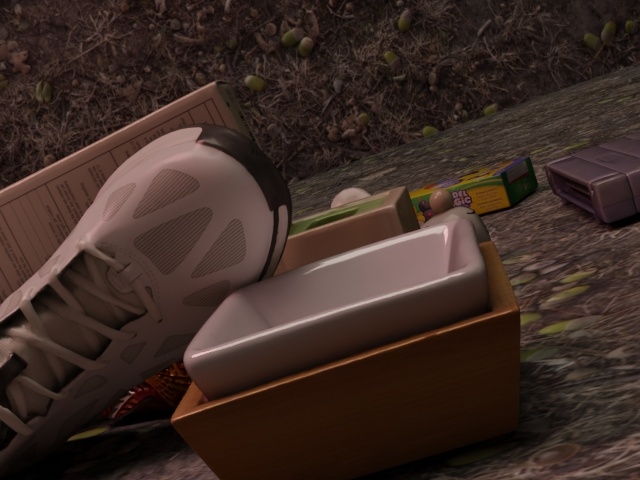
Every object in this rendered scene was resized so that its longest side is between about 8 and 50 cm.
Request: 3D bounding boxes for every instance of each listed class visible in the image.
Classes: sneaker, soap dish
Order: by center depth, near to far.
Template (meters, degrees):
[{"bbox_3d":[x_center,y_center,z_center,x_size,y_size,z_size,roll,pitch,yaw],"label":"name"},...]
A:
[{"bbox_3d":[0.030,0.080,1.021,0.229,0.118,0.291,-18,7,6],"label":"soap dish"},{"bbox_3d":[-0.210,0.101,1.165,0.447,0.169,0.257,-42,4,32],"label":"sneaker"},{"bbox_3d":[-0.137,0.129,1.337,0.175,0.064,0.067,-9,1,42],"label":"sneaker"}]

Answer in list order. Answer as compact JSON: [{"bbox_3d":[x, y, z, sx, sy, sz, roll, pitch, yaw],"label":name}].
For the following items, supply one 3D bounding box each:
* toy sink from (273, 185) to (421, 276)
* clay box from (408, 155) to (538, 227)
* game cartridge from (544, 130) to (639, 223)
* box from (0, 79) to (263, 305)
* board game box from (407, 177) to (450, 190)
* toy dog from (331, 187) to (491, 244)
[{"bbox_3d":[-0.014,0.041,1.404,0.234,0.131,0.153,-18,6,11],"label":"toy sink"},{"bbox_3d":[0.182,-0.058,2.028,0.222,0.053,0.127,-14,7,29],"label":"clay box"},{"bbox_3d":[0.402,-0.091,1.679,0.230,0.068,0.355,-14,7,2],"label":"game cartridge"},{"bbox_3d":[-0.202,-0.025,1.402,0.311,0.148,0.121,-25,6,5],"label":"box"},{"bbox_3d":[0.091,-0.039,2.202,0.124,0.039,0.259,-14,5,38],"label":"board game box"},{"bbox_3d":[0.000,0.000,1.574,0.333,0.161,0.220,-20,7,-13],"label":"toy dog"}]
